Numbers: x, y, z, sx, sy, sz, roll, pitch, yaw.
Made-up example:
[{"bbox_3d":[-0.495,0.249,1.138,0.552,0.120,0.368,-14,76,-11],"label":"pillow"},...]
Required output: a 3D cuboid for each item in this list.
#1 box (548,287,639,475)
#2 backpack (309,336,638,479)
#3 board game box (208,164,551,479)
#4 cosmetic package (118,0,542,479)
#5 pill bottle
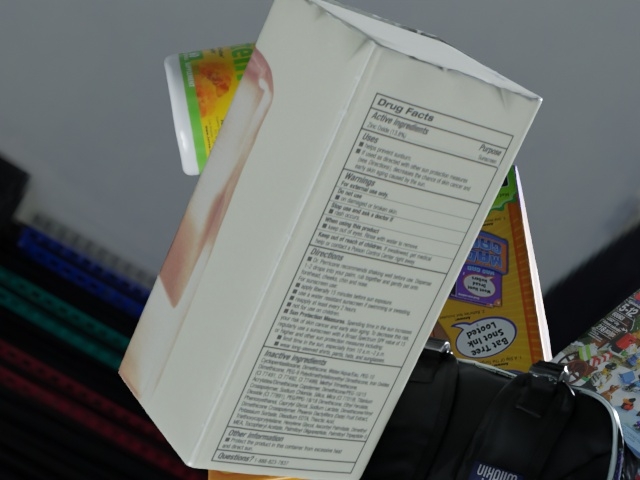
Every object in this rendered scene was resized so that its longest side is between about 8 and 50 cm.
[{"bbox_3d":[0.308,0.126,1.259,0.159,0.044,0.233,-38,-154,-6],"label":"box"},{"bbox_3d":[0.094,0.226,1.037,0.253,0.225,0.191,-65,152,-27],"label":"backpack"},{"bbox_3d":[0.090,0.184,1.649,0.356,0.356,0.356,70,14,-51],"label":"board game box"},{"bbox_3d":[0.000,0.000,0.956,0.129,0.153,0.296,43,-68,49],"label":"cosmetic package"},{"bbox_3d":[-0.042,-0.158,1.602,0.136,0.246,0.136,170,-90,-85],"label":"pill bottle"}]
